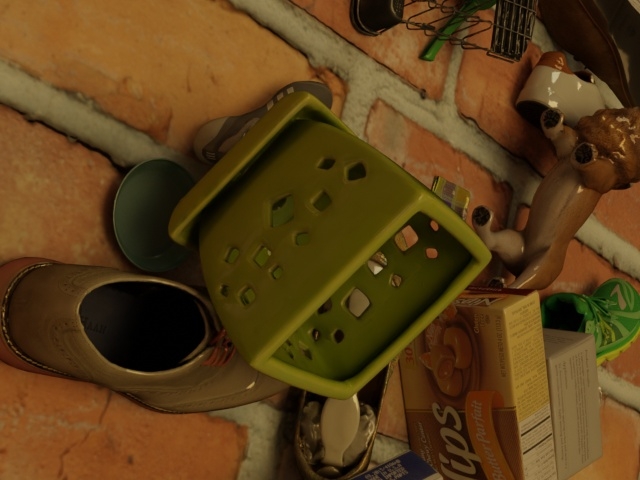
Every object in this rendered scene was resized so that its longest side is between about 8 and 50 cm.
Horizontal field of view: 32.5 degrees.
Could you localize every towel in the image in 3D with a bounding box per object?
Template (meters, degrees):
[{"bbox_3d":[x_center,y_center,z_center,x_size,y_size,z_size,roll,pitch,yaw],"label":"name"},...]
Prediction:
[{"bbox_3d":[0.180,-0.051,1.526,0.083,0.009,0.060,24,76,-45],"label":"towel"}]

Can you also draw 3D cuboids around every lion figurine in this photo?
[{"bbox_3d":[0.346,-0.044,1.575,0.392,0.142,0.240,-50,149,13],"label":"lion figurine"}]

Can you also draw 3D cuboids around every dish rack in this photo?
[{"bbox_3d":[0.174,-0.344,1.419,0.271,0.074,0.208,10,87,-36],"label":"dish rack"}]

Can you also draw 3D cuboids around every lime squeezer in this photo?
[{"bbox_3d":[0.202,-0.386,1.507,0.109,0.059,0.311,10,86,-16],"label":"lime squeezer"}]

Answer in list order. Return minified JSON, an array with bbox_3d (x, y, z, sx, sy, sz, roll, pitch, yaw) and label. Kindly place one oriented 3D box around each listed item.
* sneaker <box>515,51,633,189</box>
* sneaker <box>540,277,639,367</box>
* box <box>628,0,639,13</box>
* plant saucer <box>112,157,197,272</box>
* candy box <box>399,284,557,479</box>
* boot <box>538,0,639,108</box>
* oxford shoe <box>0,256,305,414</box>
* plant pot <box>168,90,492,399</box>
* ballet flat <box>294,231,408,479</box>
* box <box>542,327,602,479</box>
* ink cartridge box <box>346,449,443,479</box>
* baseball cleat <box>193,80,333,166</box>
[{"bbox_3d":[0.418,-0.186,1.699,0.290,0.106,0.123,39,68,-40],"label":"sneaker"},{"bbox_3d":[0.416,0.128,1.719,0.295,0.109,0.124,-34,120,-40],"label":"sneaker"},{"bbox_3d":[0.489,-0.370,1.787,0.126,0.072,0.137,20,79,-45],"label":"box"},{"bbox_3d":[-0.173,-0.026,1.142,0.119,0.021,0.119,-5,96,-47],"label":"plant saucer"},{"bbox_3d":[0.205,0.219,1.446,0.087,0.183,0.317,-21,108,-43],"label":"candy box"},{"bbox_3d":[0.442,-0.295,1.691,0.112,0.115,0.305,-50,117,-30],"label":"boot"},{"bbox_3d":[-0.136,0.109,1.099,0.397,0.146,0.141,14,80,-48],"label":"oxford shoe"},{"bbox_3d":[0.000,0.000,1.093,0.228,0.207,0.227,-46,152,6],"label":"plant pot"},{"bbox_3d":[0.039,0.131,1.299,0.123,0.123,0.349,16,84,-46],"label":"ballet flat"},{"bbox_3d":[0.283,0.220,1.532,0.119,0.181,0.181,-16,104,-43],"label":"box"},{"bbox_3d":[-0.026,0.426,1.264,0.324,0.071,0.330,-14,132,-46],"label":"ink cartridge box"},{"bbox_3d":[-0.040,-0.119,1.214,0.206,0.109,0.072,-31,128,-36],"label":"baseball cleat"}]
